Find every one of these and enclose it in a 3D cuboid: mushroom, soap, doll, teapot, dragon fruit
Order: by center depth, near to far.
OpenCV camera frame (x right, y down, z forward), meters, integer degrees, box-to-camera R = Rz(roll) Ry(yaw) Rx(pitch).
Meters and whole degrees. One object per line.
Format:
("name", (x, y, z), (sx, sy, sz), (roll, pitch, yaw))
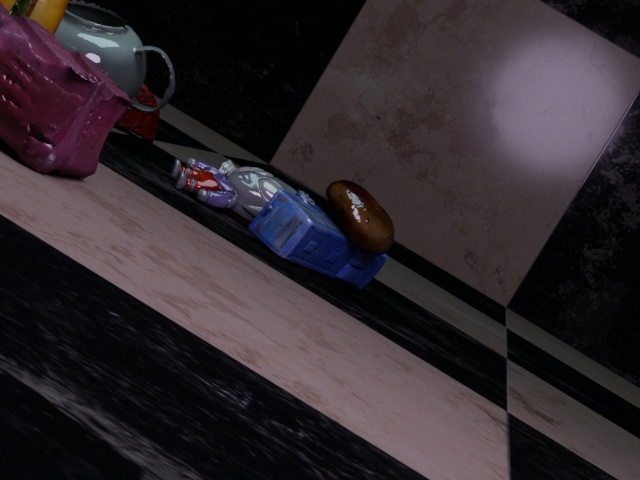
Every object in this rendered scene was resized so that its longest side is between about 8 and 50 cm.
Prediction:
("soap", (-0.283, -0.150, 1.571), (0.182, 0.112, 0.289), (28, 5, -27))
("mushroom", (0.055, -0.034, 2.055), (0.123, 0.052, 0.123), (47, 14, -16))
("doll", (-0.093, -0.056, 2.094), (0.227, 0.075, 0.102), (17, 27, -25))
("teapot", (-0.339, -0.271, 2.251), (0.294, 0.129, 0.193), (25, 21, 10))
("teapot", (-0.122, -0.080, 2.294), (0.064, 0.064, 0.083), (25, 33, 22))
("dragon fruit", (-0.316, -0.220, 2.405), (0.106, 0.083, 0.162), (29, 6, 33))

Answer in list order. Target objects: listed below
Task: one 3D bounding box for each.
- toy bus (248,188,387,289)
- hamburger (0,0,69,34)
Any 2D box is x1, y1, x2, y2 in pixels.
("toy bus", (-0.001, 0.003, 2.057), (0.094, 0.079, 0.236), (52, 15, 30))
("hamburger", (-0.407, -0.308, 1.798), (0.246, 0.246, 0.170), (34, 8, 39))
